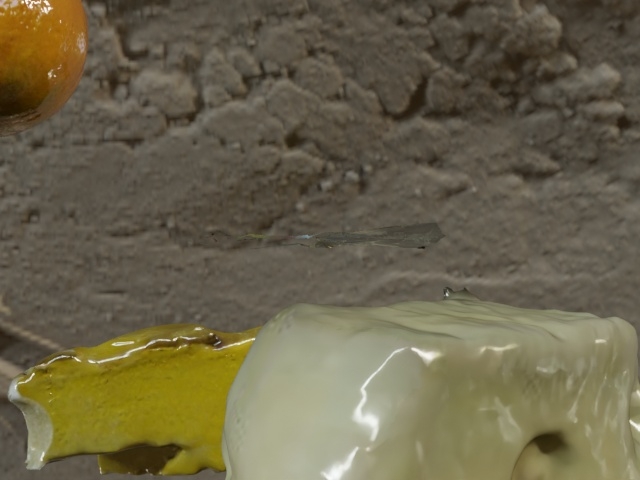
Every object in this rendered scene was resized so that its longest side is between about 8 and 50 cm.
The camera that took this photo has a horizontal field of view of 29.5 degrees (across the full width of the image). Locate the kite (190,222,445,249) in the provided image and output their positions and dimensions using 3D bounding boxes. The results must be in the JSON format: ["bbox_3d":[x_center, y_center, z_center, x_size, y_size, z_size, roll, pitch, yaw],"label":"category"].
[{"bbox_3d":[0.000,0.002,1.506,0.310,0.015,0.169,-2,171,5],"label":"kite"}]

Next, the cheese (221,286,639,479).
[{"bbox_3d":[0.074,0.162,0.611,0.318,0.115,0.326,-45,123,-31],"label":"cheese"}]

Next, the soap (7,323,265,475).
[{"bbox_3d":[-0.101,0.168,1.291,0.338,0.304,0.169,-6,92,28],"label":"soap"}]

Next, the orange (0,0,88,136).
[{"bbox_3d":[-0.341,-0.185,1.153,0.240,0.171,0.240,-3,164,-1],"label":"orange"}]
